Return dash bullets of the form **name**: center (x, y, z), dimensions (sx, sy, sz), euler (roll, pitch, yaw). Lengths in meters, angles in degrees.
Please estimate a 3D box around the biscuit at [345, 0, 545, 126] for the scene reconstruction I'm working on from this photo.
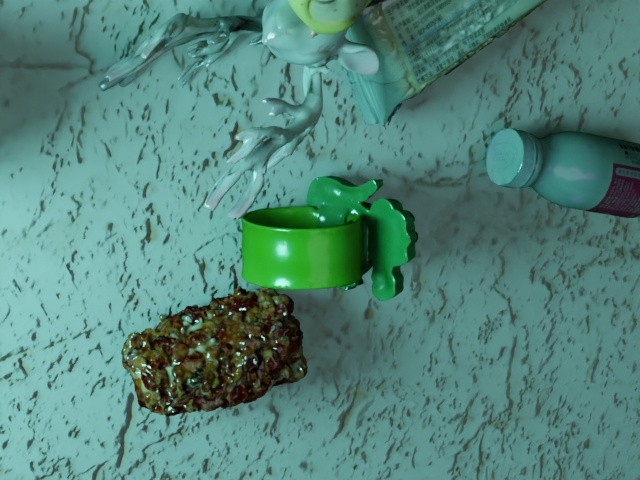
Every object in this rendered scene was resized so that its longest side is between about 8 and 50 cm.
- **biscuit**: center (0.149, -0.265, 2.029), dimensions (0.309, 0.079, 0.186), euler (-38, 129, -11)

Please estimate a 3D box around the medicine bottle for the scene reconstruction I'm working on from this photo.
- **medicine bottle**: center (0.296, -0.082, 2.204), dimensions (0.216, 0.090, 0.090), euler (8, 109, -33)

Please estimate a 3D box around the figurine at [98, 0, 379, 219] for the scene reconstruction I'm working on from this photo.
- **figurine**: center (-0.058, -0.220, 1.830), dimensions (0.284, 0.206, 0.316), euler (-35, 150, -27)

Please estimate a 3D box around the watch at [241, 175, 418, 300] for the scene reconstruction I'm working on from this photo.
- **watch**: center (0.000, 0.000, 2.016), dimensions (0.152, 0.165, 0.131), euler (-11, 108, -48)

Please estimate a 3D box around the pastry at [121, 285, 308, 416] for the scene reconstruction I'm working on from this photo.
- **pastry**: center (-0.112, 0.125, 2.048), dimensions (0.208, 0.115, 0.097), euler (-20, 135, -24)
